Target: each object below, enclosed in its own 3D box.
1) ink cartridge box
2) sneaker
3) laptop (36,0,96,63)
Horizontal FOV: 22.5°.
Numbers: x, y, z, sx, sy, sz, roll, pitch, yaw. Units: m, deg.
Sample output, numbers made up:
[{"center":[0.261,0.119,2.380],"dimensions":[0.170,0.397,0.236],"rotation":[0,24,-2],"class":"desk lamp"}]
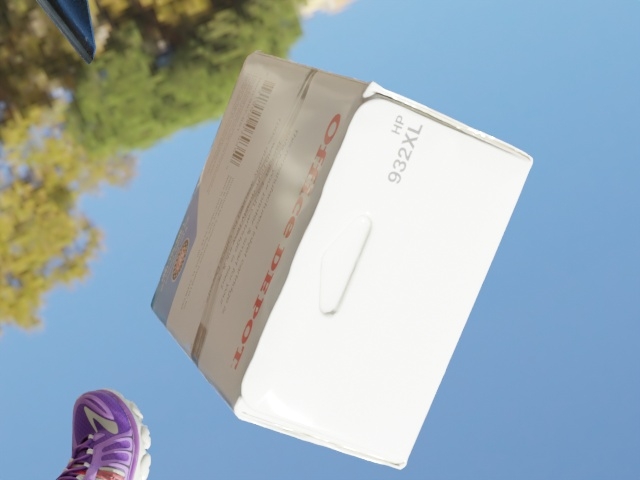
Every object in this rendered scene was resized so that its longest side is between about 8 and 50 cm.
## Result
[{"center":[0.000,0.000,1.133],"dimensions":[0.223,0.129,0.307],"rotation":[-68,-161,4],"class":"ink cartridge box"},{"center":[-0.170,0.180,1.190],"dimensions":[0.068,0.071,0.169],"rotation":[-33,-136,30],"class":"sneaker"},{"center":[-0.235,-0.226,0.790],"dimensions":[0.264,0.234,0.136],"rotation":[17,-109,23],"class":"laptop"}]
